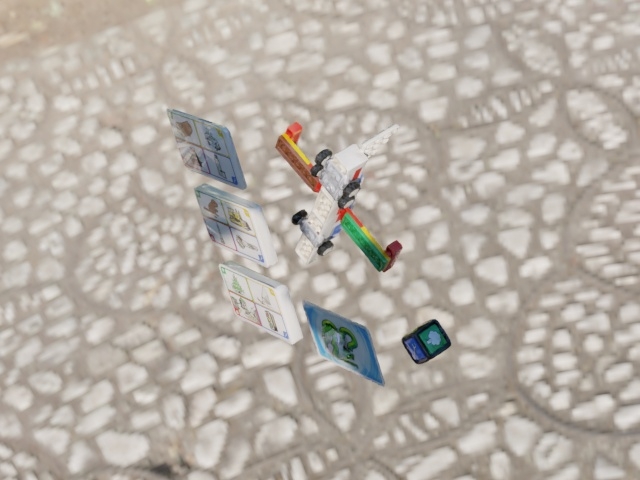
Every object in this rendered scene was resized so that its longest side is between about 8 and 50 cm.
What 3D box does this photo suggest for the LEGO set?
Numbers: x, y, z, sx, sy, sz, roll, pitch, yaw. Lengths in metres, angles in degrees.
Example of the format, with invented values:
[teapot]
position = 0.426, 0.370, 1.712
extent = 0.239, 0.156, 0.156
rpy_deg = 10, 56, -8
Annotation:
[LEGO set]
position = 0.000, 0.000, 1.028
extent = 0.060, 0.182, 0.244
rpy_deg = -31, 30, -26
